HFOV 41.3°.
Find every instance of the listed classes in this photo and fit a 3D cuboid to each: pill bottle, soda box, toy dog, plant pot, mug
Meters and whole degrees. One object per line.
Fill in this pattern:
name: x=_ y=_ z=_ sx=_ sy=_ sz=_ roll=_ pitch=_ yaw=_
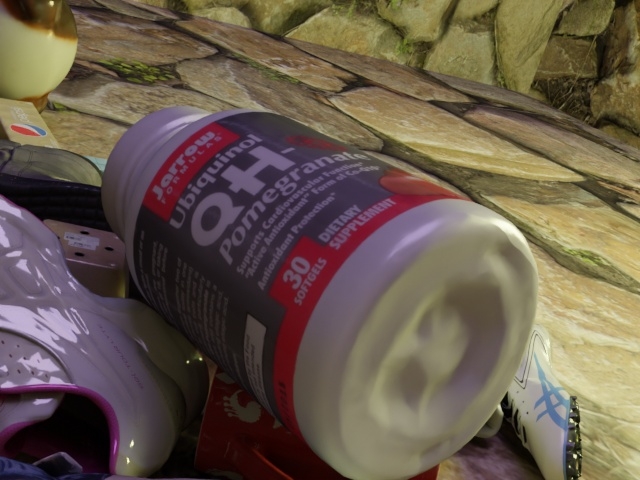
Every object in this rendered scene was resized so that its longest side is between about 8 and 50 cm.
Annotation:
pill bottle: x=-0.026 y=0.009 z=0.590 sx=0.176 sy=0.176 sz=0.318 roll=0 pitch=21 yaw=-41
soda box: x=-0.385 y=-0.126 z=1.087 sx=0.061 sy=0.058 sz=0.181 roll=4 pitch=25 yaw=-33
toy dog: x=-0.543 y=-0.334 z=1.185 sx=0.408 sy=0.284 sz=0.395 roll=17 pitch=21 yaw=-8
plant pot: x=-0.215 y=0.044 z=0.734 sx=0.109 sy=0.096 sz=0.109 roll=12 pitch=22 yaw=-15
mug: x=-0.001 y=0.142 z=0.622 sx=0.169 sy=0.113 sz=0.150 roll=14 pitch=-9 yaw=-1

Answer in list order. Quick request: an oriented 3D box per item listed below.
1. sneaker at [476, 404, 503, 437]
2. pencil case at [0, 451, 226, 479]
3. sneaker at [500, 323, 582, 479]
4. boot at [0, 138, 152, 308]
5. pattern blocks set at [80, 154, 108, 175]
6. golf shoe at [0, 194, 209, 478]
sneaker: x=0.076 y=0.139 z=0.750 sx=0.232 sy=0.090 sz=0.115 roll=2 pitch=29 yaw=-34
pencil case: x=-0.019 y=0.193 z=0.423 sx=0.410 sy=0.160 sz=0.183 roll=11 pitch=36 yaw=-17
sneaker: x=0.202 y=0.159 z=0.831 sx=0.086 sy=0.085 sz=0.237 roll=-8 pitch=24 yaw=5
boot: x=-0.261 y=-0.040 z=0.890 sx=0.338 sy=0.118 sz=0.223 roll=18 pitch=17 yaw=-3
pattern blocks set: x=-0.153 y=-0.061 z=1.159 sx=0.325 sy=0.026 sz=0.285 roll=1 pitch=26 yaw=-38
golf shoe: x=-0.222 y=0.062 z=0.590 sx=0.306 sy=0.115 sz=0.140 roll=35 pitch=31 yaw=-7
